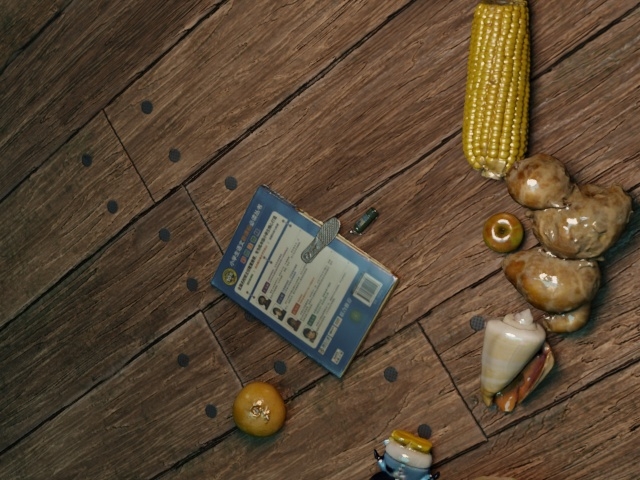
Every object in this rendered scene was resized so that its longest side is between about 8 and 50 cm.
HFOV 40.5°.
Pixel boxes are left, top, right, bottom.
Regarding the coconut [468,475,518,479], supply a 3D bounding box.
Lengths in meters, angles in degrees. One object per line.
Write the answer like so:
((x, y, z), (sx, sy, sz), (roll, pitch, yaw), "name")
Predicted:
((0.345, 0.674, 1.814), (0.415, 0.344, 0.415), (0, 93, -2), "coconut")

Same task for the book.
((-0.049, 0.097, 2.117), (0.428, 0.039, 0.300), (35, 108, 19), "book")

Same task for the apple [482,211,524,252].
((0.396, -0.017, 1.873), (0.089, 0.074, 0.089), (1, 93, 25), "apple")

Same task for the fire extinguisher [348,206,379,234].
((0.103, -0.040, 2.040), (0.038, 0.025, 0.083), (41, 112, -8), "fire extinguisher")

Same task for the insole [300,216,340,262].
((0.000, 0.000, 2.065), (0.045, 0.002, 0.135), (46, 106, 17), "insole")

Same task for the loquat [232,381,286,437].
((-0.151, 0.422, 2.147), (0.141, 0.141, 0.141), (2, 96, 26), "loquat")

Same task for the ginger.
((0.495, 0.013, 1.776), (0.256, 0.176, 0.375), (4, 107, 8), "ginger")

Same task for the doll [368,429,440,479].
((0.169, 0.599, 2.003), (0.177, 0.141, 0.314), (18, 99, 19), "doll")

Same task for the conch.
((0.414, 0.248, 1.882), (0.158, 0.127, 0.255), (17, 128, -3), "conch")

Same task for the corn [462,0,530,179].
((0.370, -0.321, 1.822), (0.144, 0.144, 0.387), (2, 96, 26), "corn")
